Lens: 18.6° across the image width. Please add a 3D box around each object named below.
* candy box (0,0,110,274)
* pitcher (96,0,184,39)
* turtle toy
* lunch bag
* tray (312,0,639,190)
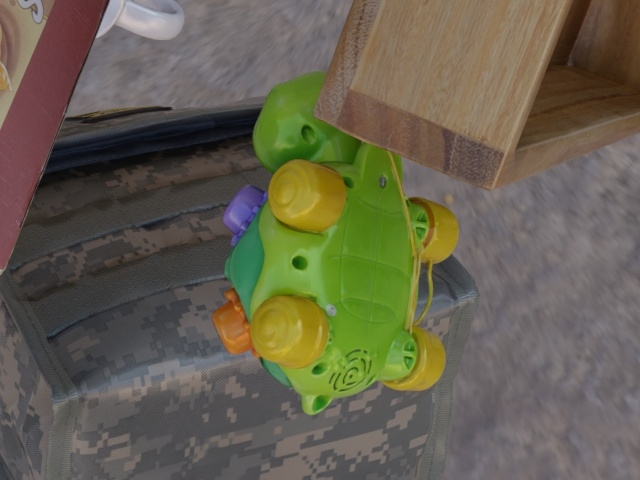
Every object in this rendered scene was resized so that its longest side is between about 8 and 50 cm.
[{"bbox_3d":[-0.238,-0.045,0.816,0.316,0.183,0.087,-16,133,36],"label":"candy box"},{"bbox_3d":[-0.207,-0.216,1.470,0.178,0.207,0.125,15,112,-38],"label":"pitcher"},{"bbox_3d":[0.000,0.000,0.725,0.066,0.095,0.130,-2,78,40],"label":"turtle toy"},{"bbox_3d":[-0.085,0.016,1.062,0.235,0.287,0.169,-11,131,-23],"label":"lunch bag"},{"bbox_3d":[0.118,-0.143,0.806,0.076,0.411,0.202,23,102,13],"label":"tray"}]
